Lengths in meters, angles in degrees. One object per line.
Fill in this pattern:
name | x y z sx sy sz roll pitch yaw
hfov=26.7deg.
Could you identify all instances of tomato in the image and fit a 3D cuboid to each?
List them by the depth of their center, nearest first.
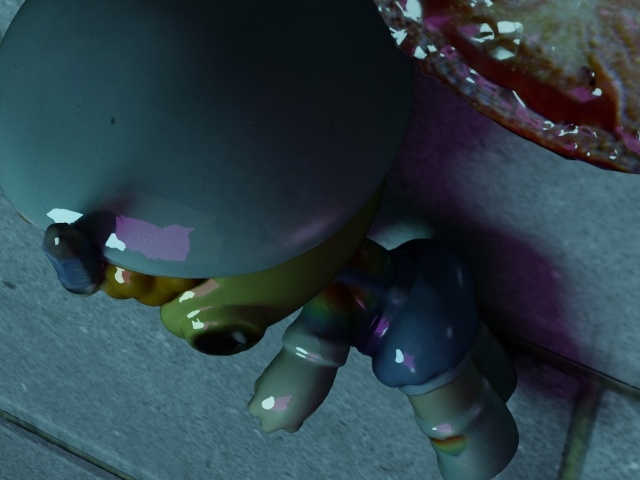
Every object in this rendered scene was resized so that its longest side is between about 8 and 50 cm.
tomato | 0.125 -0.136 0.547 0.225 0.085 0.225 21 138 20

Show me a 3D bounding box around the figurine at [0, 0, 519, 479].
figurine | 0.004 -0.021 0.751 0.205 0.224 0.382 -25 140 28
